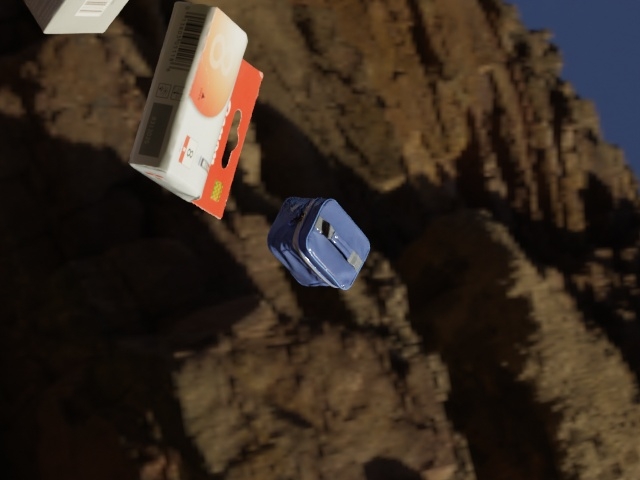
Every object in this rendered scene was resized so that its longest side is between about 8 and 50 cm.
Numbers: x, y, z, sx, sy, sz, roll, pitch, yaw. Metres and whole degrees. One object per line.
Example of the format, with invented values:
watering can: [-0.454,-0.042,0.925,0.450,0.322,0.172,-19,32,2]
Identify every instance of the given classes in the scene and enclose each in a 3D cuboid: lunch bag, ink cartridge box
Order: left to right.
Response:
ink cartridge box: [-0.088,-0.102,1.383,0.045,0.179,0.145,11,-100,26]
lunch bag: [0.000,0.000,1.598,0.065,0.098,0.067,4,-121,40]

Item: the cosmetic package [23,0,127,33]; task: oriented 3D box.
cosmetic package: [-0.311,-0.365,1.880,0.127,0.107,0.238,-45,-113,35]
